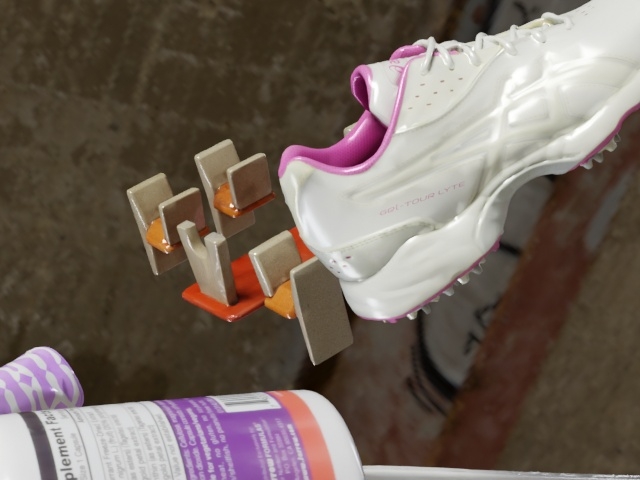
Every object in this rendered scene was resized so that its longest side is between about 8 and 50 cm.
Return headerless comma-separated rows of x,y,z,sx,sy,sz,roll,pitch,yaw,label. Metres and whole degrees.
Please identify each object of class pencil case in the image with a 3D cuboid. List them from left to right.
-0.327,0.181,1.495,0.206,0.088,0.086,-33,-13,-39,pencil case

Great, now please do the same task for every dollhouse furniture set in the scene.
0.000,0.000,1.363,0.259,0.262,0.135,-30,-58,-27,dollhouse furniture set

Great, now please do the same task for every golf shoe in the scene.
0.107,-0.088,0.966,0.306,0.115,0.140,-43,-77,-3,golf shoe

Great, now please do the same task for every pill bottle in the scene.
-0.086,0.120,0.612,0.193,0.108,0.108,-3,-60,-21,pill bottle

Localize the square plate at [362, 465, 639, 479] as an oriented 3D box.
0.191,0.305,0.978,0.344,0.347,0.049,8,-43,-36,square plate
